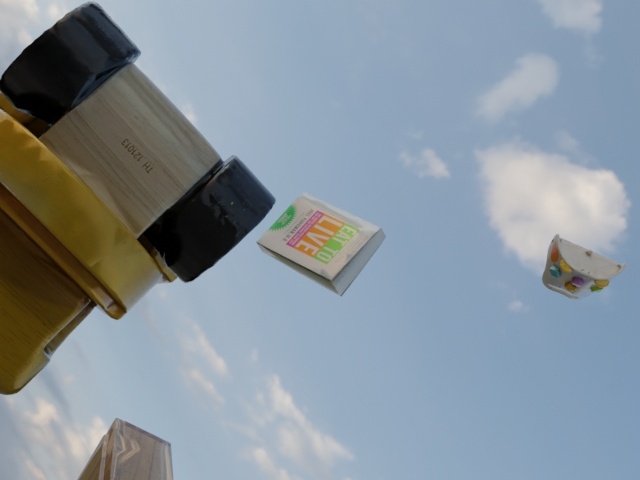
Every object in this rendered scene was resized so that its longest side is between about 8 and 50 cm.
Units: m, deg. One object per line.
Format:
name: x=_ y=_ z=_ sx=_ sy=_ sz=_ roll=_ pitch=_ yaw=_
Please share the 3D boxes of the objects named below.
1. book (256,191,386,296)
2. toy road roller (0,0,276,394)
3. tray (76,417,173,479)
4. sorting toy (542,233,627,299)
book: x=0.000 y=0.000 z=1.066 sx=0.144 sy=0.096 sz=0.035 roll=26 pitch=-23 yaw=41
toy road roller: x=-0.211 y=-0.017 z=0.675 sx=0.202 sy=0.240 sz=0.329 roll=48 pitch=-16 yaw=-12
tray: x=-0.272 y=0.390 z=0.799 sx=0.076 sy=0.411 sz=0.203 roll=29 pitch=4 yaw=-15
sorting toy: x=0.286 y=0.041 z=0.953 sx=0.083 sy=0.045 sz=0.075 roll=24 pitch=-30 yaw=3
